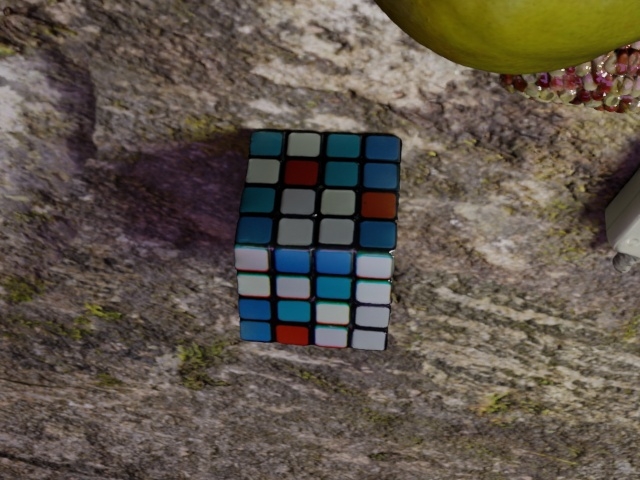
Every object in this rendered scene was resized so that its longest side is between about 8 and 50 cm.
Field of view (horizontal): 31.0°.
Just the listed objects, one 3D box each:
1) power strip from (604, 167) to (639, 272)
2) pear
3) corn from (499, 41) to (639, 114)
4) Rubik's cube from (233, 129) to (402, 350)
[{"bbox_3d":[0.373,-0.075,1.082,0.098,0.058,0.338,15,138,-14],"label":"power strip"},{"bbox_3d":[0.142,-0.235,0.774,0.321,0.269,0.269,7,143,-33],"label":"pear"},{"bbox_3d":[0.282,-0.139,0.948,0.280,0.092,0.092,13,142,15],"label":"corn"},{"bbox_3d":[0.000,0.000,1.123,0.151,0.154,0.155,4,139,1],"label":"Rubik's cube"}]
